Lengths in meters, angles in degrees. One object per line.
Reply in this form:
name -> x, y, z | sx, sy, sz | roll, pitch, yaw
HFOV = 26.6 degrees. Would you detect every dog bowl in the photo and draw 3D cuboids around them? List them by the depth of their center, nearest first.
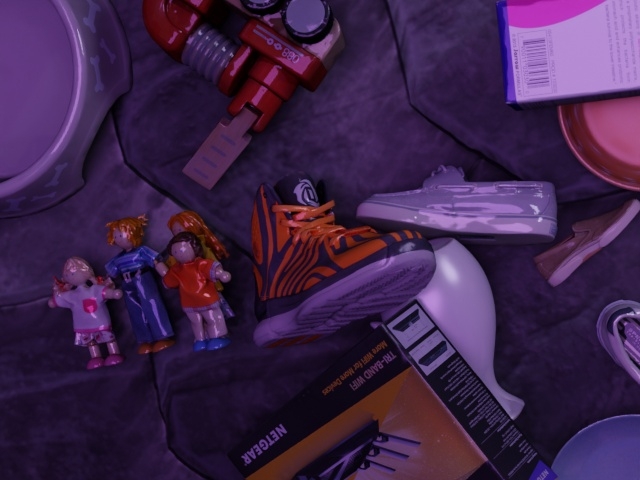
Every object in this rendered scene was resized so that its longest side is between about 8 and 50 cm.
dog bowl -> -0.407, -0.198, 1.632 | 0.349, 0.102, 0.349 | 1, 92, 13

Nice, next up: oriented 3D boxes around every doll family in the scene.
doll family -> -0.194, 0.048, 1.604 | 0.263, 0.118, 0.163 | -12, 96, 31

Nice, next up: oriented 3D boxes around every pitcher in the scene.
pitcher -> 0.116, 0.114, 1.519 | 0.178, 0.125, 0.207 | -17, 99, 9

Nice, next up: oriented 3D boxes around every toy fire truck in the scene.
toy fire truck -> -0.117, -0.198, 1.558 | 0.217, 0.158, 0.246 | 34, 89, 9

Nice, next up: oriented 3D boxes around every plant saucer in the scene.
plant saucer -> 0.362, -0.153, 1.493 | 0.200, 0.037, 0.200 | 0, 92, 13
plant saucer -> 0.348, 0.280, 1.506 | 0.195, 0.037, 0.195 | 2, 104, 9

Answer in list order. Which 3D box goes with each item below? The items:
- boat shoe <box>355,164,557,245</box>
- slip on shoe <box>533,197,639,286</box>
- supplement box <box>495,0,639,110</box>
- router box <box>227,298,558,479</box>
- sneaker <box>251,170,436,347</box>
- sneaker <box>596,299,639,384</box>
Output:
boat shoe -> 0.155, -0.043, 1.532 | 0.227, 0.079, 0.081 | 4, 76, 13
slip on shoe -> 0.297, -0.005, 1.510 | 0.135, 0.051, 0.041 | -43, 86, 19
supplement box -> 0.305, -0.206, 1.427 | 0.220, 0.114, 0.111 | -5, 90, 14
router box -> 0.070, 0.247, 1.491 | 0.243, 0.081, 0.309 | 51, 129, 6
sneaker -> 0.000, 0.000, 1.470 | 0.321, 0.124, 0.180 | -28, 68, 54
sneaker -> 0.403, 0.167, 1.470 | 0.258, 0.091, 0.094 | 38, 100, 8
